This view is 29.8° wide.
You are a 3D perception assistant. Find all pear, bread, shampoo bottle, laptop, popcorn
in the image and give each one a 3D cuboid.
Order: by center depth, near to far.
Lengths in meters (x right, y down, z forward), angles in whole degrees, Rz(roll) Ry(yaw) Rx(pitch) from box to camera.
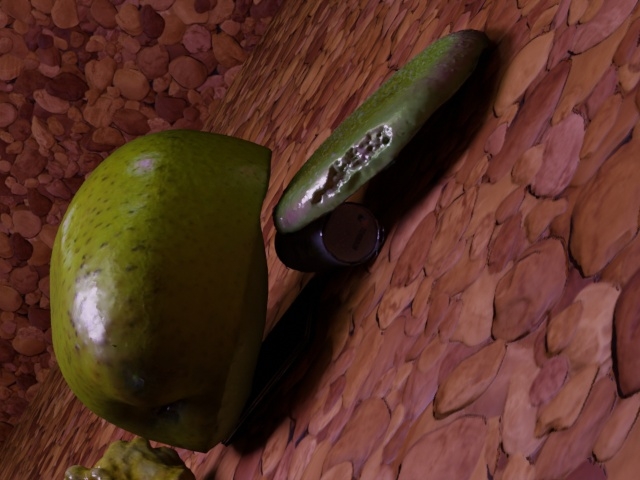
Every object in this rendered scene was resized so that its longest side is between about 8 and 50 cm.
[{"bbox_3d":[0.057,-0.120,1.246,0.301,0.045,0.301,-42,9,8],"label":"bread"},{"bbox_3d":[-0.178,0.074,1.267,0.318,0.238,0.342,-94,17,-66],"label":"pear"},{"bbox_3d":[-0.217,0.303,1.290,0.197,0.155,0.197,-44,16,16],"label":"popcorn"},{"bbox_3d":[0.000,0.000,1.296,0.072,0.072,0.214,-63,13,-11],"label":"shampoo bottle"},{"bbox_3d":[-0.055,0.133,1.335,0.180,0.016,0.129,-54,15,28],"label":"laptop"}]
